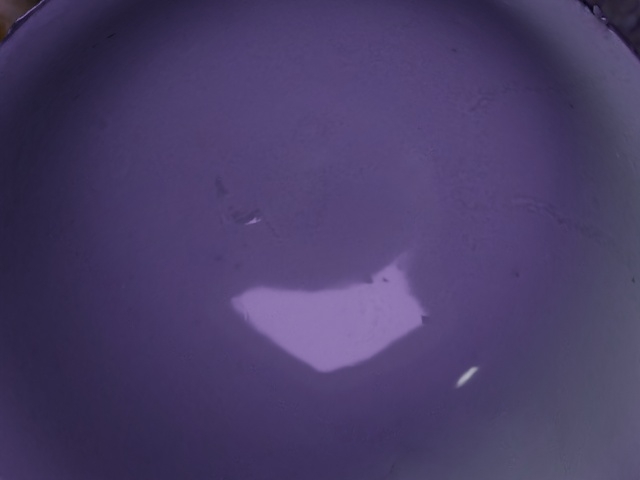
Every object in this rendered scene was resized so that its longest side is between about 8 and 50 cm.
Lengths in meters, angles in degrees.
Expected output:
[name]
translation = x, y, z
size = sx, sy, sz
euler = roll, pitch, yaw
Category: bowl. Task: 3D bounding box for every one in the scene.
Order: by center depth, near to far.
[bowl]
translation = 0.000, 0.000, 0.732
size = 0.345, 0.157, 0.345
euler = 1, 113, 3

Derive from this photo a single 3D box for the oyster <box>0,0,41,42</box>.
[oyster]
translation = -0.223, -0.198, 0.703
size = 0.341, 0.166, 0.110
euler = 46, 115, 4
